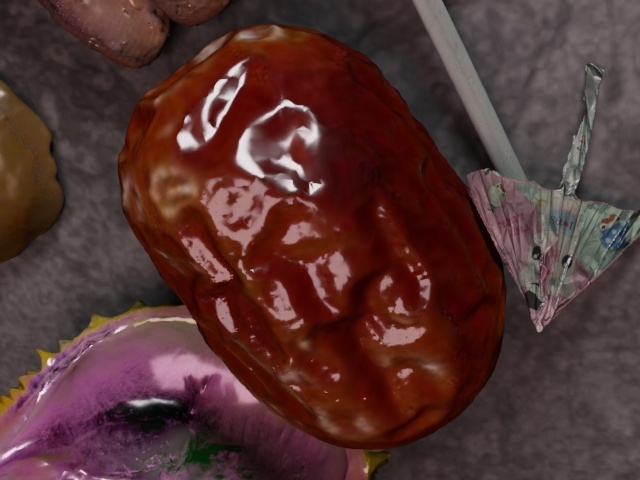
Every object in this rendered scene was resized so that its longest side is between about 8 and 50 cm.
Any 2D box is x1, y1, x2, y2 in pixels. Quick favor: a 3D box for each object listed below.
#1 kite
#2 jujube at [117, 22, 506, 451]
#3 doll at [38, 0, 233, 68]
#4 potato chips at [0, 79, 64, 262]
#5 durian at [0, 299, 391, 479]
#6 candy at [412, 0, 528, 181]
[{"bbox_3d":[0.138,-0.023,0.665,0.139,0.011,0.156,14,88,-30],"label":"kite"},{"bbox_3d":[0.000,0.000,0.663,0.174,0.174,0.250,-25,106,25],"label":"jujube"},{"bbox_3d":[-0.175,-0.213,0.618,0.201,0.156,0.303,-36,107,21],"label":"doll"},{"bbox_3d":[-0.267,-0.060,0.779,0.202,0.049,0.150,37,125,-12],"label":"potato chips"},{"bbox_3d":[-0.080,0.124,0.778,0.261,0.154,0.186,29,99,3],"label":"durian"},{"bbox_3d":[0.034,-0.168,0.621,0.124,0.124,0.365,-19,118,23],"label":"candy"}]
